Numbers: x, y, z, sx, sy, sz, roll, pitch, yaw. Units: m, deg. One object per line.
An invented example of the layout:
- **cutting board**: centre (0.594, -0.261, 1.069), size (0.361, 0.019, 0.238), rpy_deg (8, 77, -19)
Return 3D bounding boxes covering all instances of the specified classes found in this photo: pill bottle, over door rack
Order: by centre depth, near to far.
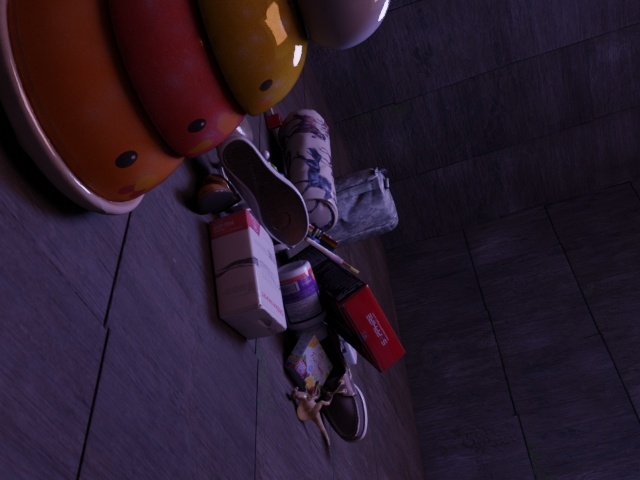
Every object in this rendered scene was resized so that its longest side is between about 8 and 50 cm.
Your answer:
- **over door rack**: centre (-0.131, -0.087, 1.772), size (0.324, 0.108, 0.240), rpy_deg (-14, 88, -80)
- **pill bottle**: centre (-0.048, 0.156, 1.817), size (0.108, 0.108, 0.194), rpy_deg (-65, 138, -74)

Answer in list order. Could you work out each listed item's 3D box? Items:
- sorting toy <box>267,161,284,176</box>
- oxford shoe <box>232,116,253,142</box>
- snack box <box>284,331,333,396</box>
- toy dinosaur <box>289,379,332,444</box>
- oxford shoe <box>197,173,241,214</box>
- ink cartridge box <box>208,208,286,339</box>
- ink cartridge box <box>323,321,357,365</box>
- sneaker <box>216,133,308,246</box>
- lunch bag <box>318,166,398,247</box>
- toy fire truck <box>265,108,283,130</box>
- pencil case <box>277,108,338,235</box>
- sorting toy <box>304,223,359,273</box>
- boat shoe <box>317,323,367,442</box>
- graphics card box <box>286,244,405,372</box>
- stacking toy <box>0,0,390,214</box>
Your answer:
- **sorting toy**: centre (-0.135, -0.169, 2.050), size (0.042, 0.061, 0.102), rpy_deg (-54, 127, -33)
- **oxford shoe**: centre (-0.215, -0.355, 1.682), size (0.123, 0.130, 0.348), rpy_deg (-95, 164, -48)
- **snack box**: centre (-0.027, 0.303, 1.774), size (0.100, 0.037, 0.141), rpy_deg (-59, 142, -30)
- **toy dinosaur**: centre (-0.018, 0.390, 1.730), size (0.093, 0.053, 0.183), rpy_deg (-49, 121, -29)
- **oxford shoe**: centre (-0.217, -0.099, 1.477), size (0.076, 0.076, 0.212), rpy_deg (60, 2, 0)
- **ink cartridge box**: centre (-0.146, 0.073, 1.487), size (0.158, 0.092, 0.218), rpy_deg (54, 20, -60)
- **ink cartridge box**: centre (0.062, 0.303, 2.281), size (0.109, 0.063, 0.151), rpy_deg (-71, 142, -72)
- **sneaker**: centre (-0.123, -0.117, 1.581), size (0.290, 0.106, 0.123), rpy_deg (57, -7, -29)
- **lunch bag**: centre (0.102, -0.121, 2.485), size (0.256, 0.305, 0.213), rpy_deg (42, 32, -72)
- **toy fire truck**: centre (-0.174, -0.450, 2.264), size (0.135, 0.047, 0.192), rpy_deg (41, 33, -72)
- **pencil case**: centre (-0.043, -0.202, 2.230), size (0.183, 0.159, 0.410), rpy_deg (118, -25, -46)
- **sorting toy**: centre (0.000, 0.000, 1.982), size (0.274, 0.046, 0.132), rpy_deg (33, 0, -30)
- **boat shoe**: centre (0.032, 0.363, 1.903), size (0.097, 0.116, 0.324), rpy_deg (47, 24, -66)
- **graphics card box**: centre (0.059, 0.168, 1.925), size (0.233, 0.094, 0.371), rpy_deg (59, -13, -25)
- **stacking toy**: centre (-0.142, -0.257, 0.957), size (0.350, 0.479, 0.351), rpy_deg (-17, 90, -79)
